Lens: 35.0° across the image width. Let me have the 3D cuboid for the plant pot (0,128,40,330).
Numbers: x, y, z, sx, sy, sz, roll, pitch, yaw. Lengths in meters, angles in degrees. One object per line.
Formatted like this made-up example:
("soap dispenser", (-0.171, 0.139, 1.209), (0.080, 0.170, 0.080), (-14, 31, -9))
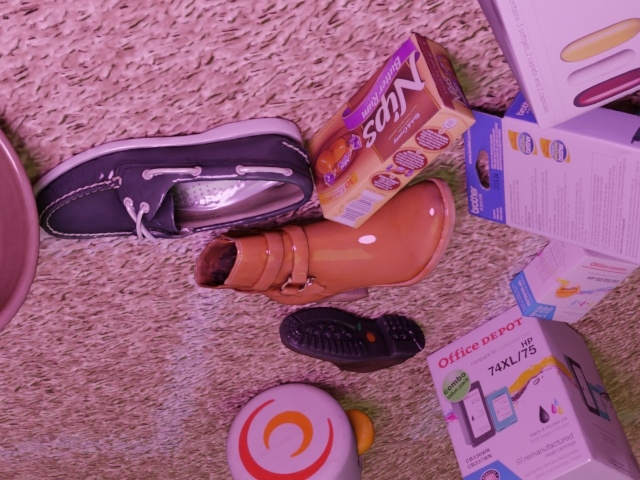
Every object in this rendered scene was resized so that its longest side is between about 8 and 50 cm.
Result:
("plant pot", (-0.432, 0.000, 0.936), (0.229, 0.263, 0.263), (-17, 148, 33))

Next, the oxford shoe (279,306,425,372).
("oxford shoe", (0.033, 0.152, 1.427), (0.227, 0.082, 0.096), (12, 140, -31))

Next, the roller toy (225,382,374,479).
("roller toy", (-0.036, 0.325, 1.542), (0.191, 0.209, 0.146), (17, 152, 24))

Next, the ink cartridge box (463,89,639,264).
("ink cartridge box", (0.314, -0.065, 1.141), (0.311, 0.065, 0.185), (16, 145, 25))

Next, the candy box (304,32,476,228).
("candy box", (0.068, -0.111, 1.061), (0.053, 0.109, 0.187), (17, 134, -36))

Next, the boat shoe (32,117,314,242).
("boat shoe", (-0.158, -0.050, 1.074), (0.303, 0.091, 0.114), (-17, 144, 2))

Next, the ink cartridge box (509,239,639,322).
("ink cartridge box", (0.361, 0.037, 1.408), (0.104, 0.061, 0.181), (8, 138, -30))

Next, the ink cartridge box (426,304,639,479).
("ink cartridge box", (0.320, 0.271, 1.529), (0.198, 0.270, 0.197), (-34, 139, 24))

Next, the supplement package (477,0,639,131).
("supplement package", (0.187, -0.260, 0.824), (0.145, 0.204, 0.262), (-24, 143, 11))

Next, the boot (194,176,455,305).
("boot", (0.000, 0.000, 1.172), (0.220, 0.109, 0.283), (6, 160, -32))

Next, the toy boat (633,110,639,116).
("toy boat", (0.479, -0.143, 1.165), (0.268, 0.148, 0.318), (3, 148, -16))
